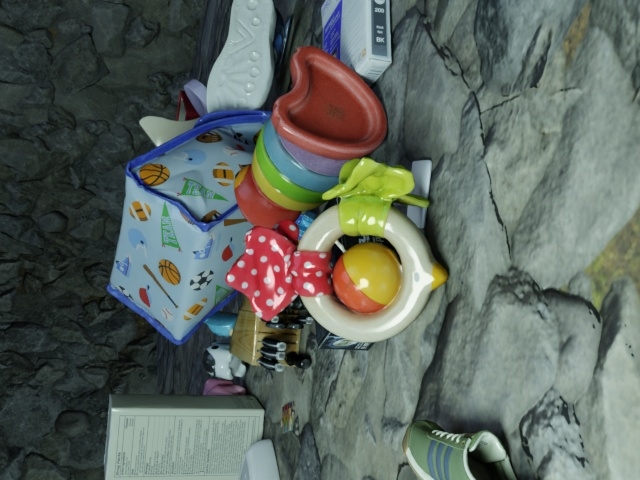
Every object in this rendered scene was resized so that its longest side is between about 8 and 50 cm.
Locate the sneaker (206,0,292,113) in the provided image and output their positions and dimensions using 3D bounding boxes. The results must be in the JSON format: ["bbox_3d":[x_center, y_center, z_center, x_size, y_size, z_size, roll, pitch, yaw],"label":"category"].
[{"bbox_3d":[-0.144,-0.348,1.613,0.236,0.130,0.323,70,-151,-77],"label":"sneaker"}]

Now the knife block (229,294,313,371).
[{"bbox_3d":[-0.092,0.197,1.393,0.242,0.088,0.276,-103,26,-46],"label":"knife block"}]

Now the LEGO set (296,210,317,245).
[{"bbox_3d":[-0.062,-0.009,1.355,0.227,0.087,0.093,-63,-1,27],"label":"LEGO set"}]

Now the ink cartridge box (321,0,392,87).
[{"bbox_3d":[0.050,-0.321,1.168,0.206,0.045,0.208,141,130,-66],"label":"ink cartridge box"}]

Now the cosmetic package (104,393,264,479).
[{"bbox_3d":[-0.282,0.407,1.562,0.113,0.309,0.160,-162,78,-73],"label":"cosmetic package"}]

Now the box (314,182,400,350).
[{"bbox_3d":[0.044,0.038,1.029,0.147,0.077,0.180,120,150,-54],"label":"box"}]

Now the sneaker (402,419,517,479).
[{"bbox_3d":[0.142,0.210,0.712,0.192,0.064,0.086,-124,50,-63],"label":"sneaker"}]

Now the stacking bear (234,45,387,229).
[{"bbox_3d":[-0.039,-0.115,1.136,0.289,0.164,0.175,-47,22,49],"label":"stacking bear"}]

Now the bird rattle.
[{"bbox_3d":[0.027,0.024,0.870,0.253,0.207,0.143,-42,-13,11],"label":"bird rattle"}]

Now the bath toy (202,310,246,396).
[{"bbox_3d":[-0.230,0.339,1.719,0.151,0.129,0.348,3,-88,-65],"label":"bath toy"}]

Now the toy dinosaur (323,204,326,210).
[{"bbox_3d":[0.000,0.000,1.214,0.211,0.064,0.112,-56,21,20],"label":"toy dinosaur"}]

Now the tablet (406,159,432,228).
[{"bbox_3d":[0.120,-0.057,0.936,0.054,0.006,0.083,-168,84,-73],"label":"tablet"}]

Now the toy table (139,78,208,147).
[{"bbox_3d":[-0.253,-0.197,1.654,0.274,0.161,0.252,51,169,3],"label":"toy table"}]

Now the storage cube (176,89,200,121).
[{"bbox_3d":[-0.258,-0.246,1.875,0.215,0.193,0.184,-118,38,-59],"label":"storage cube"}]

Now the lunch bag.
[{"bbox_3d":[-0.201,-0.054,1.450,0.385,0.239,0.328,-40,-19,-44],"label":"lunch bag"}]

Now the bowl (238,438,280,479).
[{"bbox_3d":[-0.124,0.475,1.474,0.142,0.053,0.142,-109,28,-54],"label":"bowl"}]

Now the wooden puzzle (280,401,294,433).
[{"bbox_3d":[-0.060,0.327,1.391,0.083,0.006,0.049,133,139,-62],"label":"wooden puzzle"}]
